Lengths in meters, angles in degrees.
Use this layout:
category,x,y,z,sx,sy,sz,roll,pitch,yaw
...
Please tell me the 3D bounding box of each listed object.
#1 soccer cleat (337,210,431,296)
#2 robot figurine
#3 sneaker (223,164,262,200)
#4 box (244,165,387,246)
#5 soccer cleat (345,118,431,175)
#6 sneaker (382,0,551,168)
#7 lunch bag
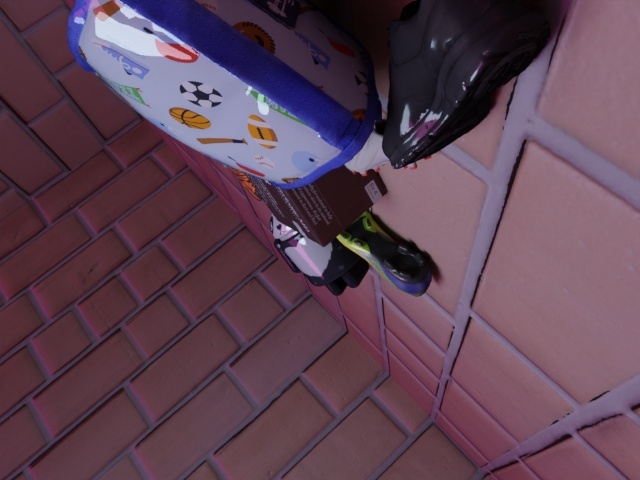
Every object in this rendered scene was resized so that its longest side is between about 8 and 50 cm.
category,x,y,z,sx,sy,sz,roll,pitch,yaw
soccer cleat,0.116,0.020,1.108,0.289,0.093,0.121,41,165,34
robot figurine,-0.002,0.002,1.278,0.278,0.209,0.173,52,-179,-10
sneaker,-0.201,-0.219,1.511,0.180,0.124,0.321,45,178,1
box,-0.020,-0.123,0.985,0.168,0.167,0.203,57,166,-30
soccer cleat,0.091,-0.145,0.784,0.076,0.068,0.196,59,158,-18
sneaker,0.120,-0.175,0.545,0.130,0.109,0.286,58,162,9
lunch bag,-0.122,-0.229,0.672,0.328,0.239,0.385,29,-176,-21
